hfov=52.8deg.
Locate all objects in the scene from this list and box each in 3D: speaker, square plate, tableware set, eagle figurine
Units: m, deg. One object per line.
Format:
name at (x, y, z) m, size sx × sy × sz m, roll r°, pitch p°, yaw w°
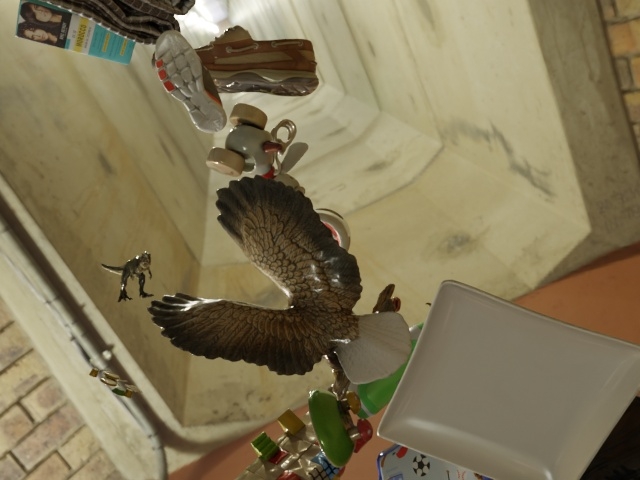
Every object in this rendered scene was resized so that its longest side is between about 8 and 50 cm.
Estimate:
speaker at (0.198, 0.352, 1.749) m, size 0.296 × 0.131 × 0.131 m, roll -38°, pitch -156°, yaw -2°
square plate at (0.308, 0.250, 1.067) m, size 0.347 × 0.344 × 0.049 m, roll 19°, pitch -152°, yaw 3°
tableware set at (-0.562, 0.386, 1.738) m, size 0.154 × 0.104 × 0.024 m, roll 22°, pitch -94°, yaw 30°
eagle figurine at (-0.043, 0.085, 0.853) m, size 0.225 × 0.298 × 0.226 m, roll -42°, pitch -156°, yaw 22°

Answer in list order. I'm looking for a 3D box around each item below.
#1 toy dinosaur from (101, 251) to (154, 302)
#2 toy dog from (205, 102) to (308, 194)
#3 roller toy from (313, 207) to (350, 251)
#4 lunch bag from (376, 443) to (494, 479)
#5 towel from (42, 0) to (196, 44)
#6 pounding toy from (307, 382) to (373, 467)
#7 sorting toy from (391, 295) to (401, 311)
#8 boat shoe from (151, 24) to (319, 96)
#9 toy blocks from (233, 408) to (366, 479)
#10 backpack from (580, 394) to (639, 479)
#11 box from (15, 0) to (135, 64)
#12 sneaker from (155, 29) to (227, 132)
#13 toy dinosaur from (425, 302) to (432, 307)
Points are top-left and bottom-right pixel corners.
toy dinosaur at (-0.504, 0.100, 1.720) m, size 0.064 × 0.118 × 0.268 m, roll -8°, pitch 177°, yaw -45°
toy dog at (-0.104, -0.179, 1.474) m, size 0.161 × 0.220 × 0.333 m, roll 16°, pitch -173°, yaw 30°
roller toy at (0.000, 0.000, 2.017) m, size 0.191 × 0.209 × 0.146 m, roll -24°, pitch -172°, yaw 11°
lunch bag at (0.339, 0.581, 1.444) m, size 0.239 × 0.385 × 0.328 m, roll -21°, pitch 161°, yaw -50°
towel at (-0.362, -0.417, 0.966) m, size 0.121 × 0.235 × 0.283 m, roll -52°, pitch 153°, yaw 22°
pounding toy at (0.065, 0.414, 1.499) m, size 0.110 × 0.183 × 0.237 m, roll -24°, pitch 170°, yaw 11°
sorting toy at (0.209, 0.212, 1.936) m, size 0.042 × 0.102 × 0.061 m, roll 6°, pitch -161°, yaw -13°
boat shoe at (-0.164, -0.355, 1.267) m, size 0.324 × 0.116 × 0.123 m, roll 2°, pitch -179°, yaw -10°
toy blocks at (-0.038, 0.590, 1.661) m, size 0.381 × 0.191 × 0.261 m, roll -36°, pitch -162°, yaw -30°
backpack at (0.635, 0.458, 1.410) m, size 0.253 × 0.191 × 0.225 m, roll -30°, pitch -112°, yaw 4°
box at (-0.536, -0.474, 1.428) m, size 0.100 × 0.244 × 0.060 m, roll -54°, pitch -142°, yaw 42°
sneaker at (-0.181, -0.224, 0.896) m, size 0.061 × 0.158 × 0.065 m, roll -16°, pitch -138°, yaw 7°
toy dinosaur at (0.286, 0.202, 1.543) m, size 0.047 × 0.082 × 0.090 m, roll -13°, pitch -134°, yaw -15°
